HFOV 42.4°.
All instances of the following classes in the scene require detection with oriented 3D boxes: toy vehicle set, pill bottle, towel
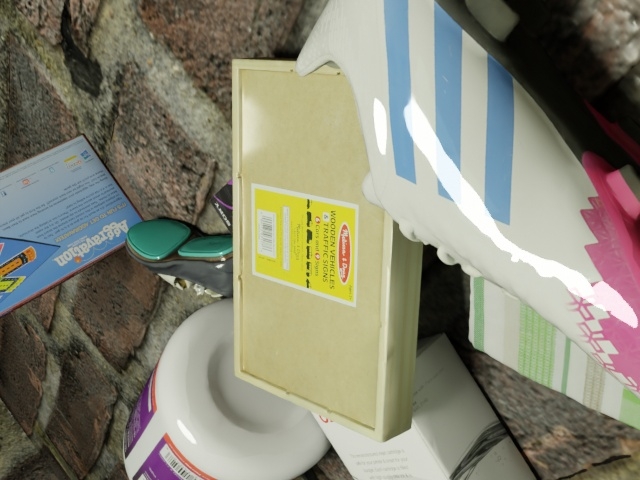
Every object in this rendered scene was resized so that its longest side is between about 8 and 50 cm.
[{"bbox_3d":[0.000,0.000,0.619,0.166,0.035,0.266,16,111,42],"label":"toy vehicle set"},{"bbox_3d":[-0.107,0.197,0.875,0.181,0.181,0.323,51,147,9],"label":"pill bottle"},{"bbox_3d":[0.169,0.060,0.556,0.152,0.023,0.113,25,138,36],"label":"towel"}]

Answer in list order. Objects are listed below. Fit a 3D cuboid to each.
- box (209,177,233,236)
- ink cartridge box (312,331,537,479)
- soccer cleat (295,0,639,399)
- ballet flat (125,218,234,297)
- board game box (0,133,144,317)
[{"bbox_3d":[-0.031,-0.020,0.732,0.116,0.029,0.162,57,148,0],"label":"box"},{"bbox_3d":[0.092,0.187,0.702,0.190,0.082,0.140,59,147,-1],"label":"ink cartridge box"},{"bbox_3d":[0.109,-0.022,0.460,0.143,0.116,0.331,-41,76,36],"label":"soccer cleat"},{"bbox_3d":[-0.138,0.024,0.873,0.203,0.074,0.074,9,125,46],"label":"ballet flat"},{"bbox_3d":[-0.347,-0.002,0.921,0.145,0.281,0.027,54,147,4],"label":"board game box"}]
